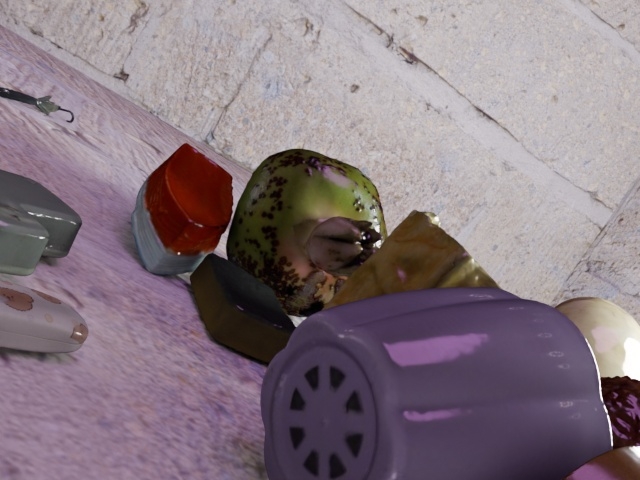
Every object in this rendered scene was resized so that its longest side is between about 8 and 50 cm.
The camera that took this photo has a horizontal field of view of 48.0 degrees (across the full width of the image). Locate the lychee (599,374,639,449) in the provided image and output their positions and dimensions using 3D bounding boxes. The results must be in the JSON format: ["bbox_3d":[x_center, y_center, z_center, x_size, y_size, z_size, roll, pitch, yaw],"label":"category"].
[{"bbox_3d":[0.388,0.305,0.957,0.260,0.261,0.260,32,7,-4],"label":"lychee"}]

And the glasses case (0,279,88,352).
[{"bbox_3d":[-0.266,0.058,0.590,0.164,0.041,0.063,24,11,-49],"label":"glasses case"}]

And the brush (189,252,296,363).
[{"bbox_3d":[-0.104,0.093,0.989,0.123,0.059,0.197,32,8,-28],"label":"brush"}]

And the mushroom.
[{"bbox_3d":[0.458,0.292,1.331,0.325,0.353,0.353,52,1,-17],"label":"mushroom"}]

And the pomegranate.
[{"bbox_3d":[0.000,0.000,1.162,0.285,0.285,0.340,30,-1,-24],"label":"pomegranate"}]

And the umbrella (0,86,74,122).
[{"bbox_3d":[-0.621,-0.304,1.531,0.044,0.044,0.269,3,-6,23],"label":"umbrella"}]

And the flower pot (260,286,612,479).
[{"bbox_3d":[0.085,0.164,0.668,0.243,0.265,0.265,9,21,-37],"label":"flower pot"}]

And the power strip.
[{"bbox_3d":[-0.356,-0.030,0.727,0.193,0.059,0.265,32,6,30],"label":"power strip"}]

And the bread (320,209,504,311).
[{"bbox_3d":[0.129,0.116,0.952,0.196,0.252,0.238,52,-1,-39],"label":"bread"}]

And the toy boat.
[{"bbox_3d":[-0.227,-0.037,1.139,0.145,0.133,0.332,36,16,-17],"label":"toy boat"}]

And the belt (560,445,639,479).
[{"bbox_3d":[0.260,0.289,0.606,0.122,0.217,0.338,39,3,42],"label":"belt"}]
